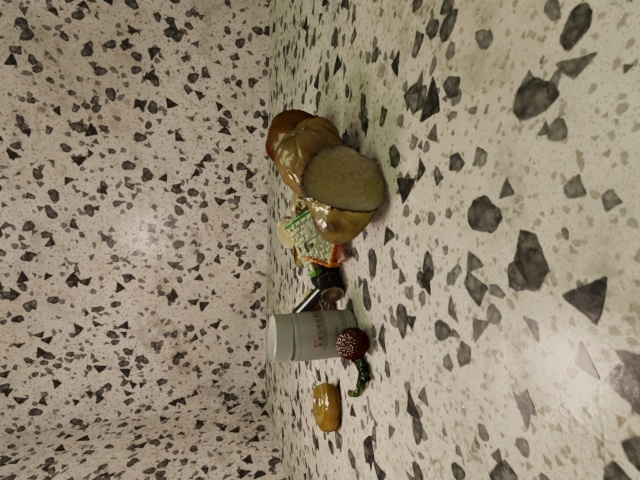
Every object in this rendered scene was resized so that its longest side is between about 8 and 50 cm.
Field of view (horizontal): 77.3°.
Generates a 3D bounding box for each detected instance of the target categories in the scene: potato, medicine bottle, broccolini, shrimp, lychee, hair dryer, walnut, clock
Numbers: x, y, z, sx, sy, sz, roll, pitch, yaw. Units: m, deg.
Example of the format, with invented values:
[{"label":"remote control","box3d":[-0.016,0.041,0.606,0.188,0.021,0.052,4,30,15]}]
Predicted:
[{"label":"potato","box3d":[-0.166,-0.061,2.364,0.117,0.182,0.202,-51,-48,-55]},{"label":"medicine bottle","box3d":[-0.036,0.375,1.580,0.190,0.333,0.189,179,90,-74]},{"label":"broccolini","box3d":[0.131,0.527,1.540,0.271,0.062,0.123,105,167,-51]},{"label":"shrimp","box3d":[0.034,0.322,1.801,0.075,0.074,0.190,166,105,-85]},{"label":"potato","box3d":[0.067,-0.135,1.381,0.288,0.301,0.237,-59,-14,-26]},{"label":"lychee","box3d":[0.119,0.370,1.451,0.129,0.124,0.123,-53,37,33]},{"label":"hair dryer","box3d":[-0.042,0.245,1.789,0.352,0.107,0.189,-47,37,29]},{"label":"walnut","box3d":[-0.035,-0.309,1.530,0.285,0.286,0.296,108,-173,-48]},{"label":"clock","box3d":[0.000,0.000,1.658,0.220,0.106,0.255,-31,76,24]}]

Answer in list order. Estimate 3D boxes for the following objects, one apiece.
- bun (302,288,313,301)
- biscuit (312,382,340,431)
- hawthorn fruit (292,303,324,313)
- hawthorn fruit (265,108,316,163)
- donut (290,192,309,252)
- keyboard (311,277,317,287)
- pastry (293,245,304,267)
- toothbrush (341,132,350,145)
[{"label":"bun","box3d":[-0.048,0.308,2.083,0.115,0.069,0.115,-56,21,36]},{"label":"biscuit","box3d":[0.021,0.770,1.847,0.274,0.091,0.213,117,149,-54]},{"label":"hawthorn fruit","box3d":[-0.064,0.392,2.018,0.285,0.166,0.165,117,149,-75]},{"label":"hawthorn fruit","box3d":[-0.102,-0.443,1.823,0.324,0.309,0.307,-109,21,-78]},{"label":"donut","box3d":[-0.051,-0.094,1.905,0.307,0.150,0.370,140,125,-73]},{"label":"keyboard","box3d":[-0.009,0.206,2.031,0.262,0.016,0.106,-142,53,-70]},{"label":"pastry","box3d":[-0.099,0.051,2.188,0.192,0.093,0.182,-106,21,-51]},{"label":"toothbrush","box3d":[0.073,-0.274,1.690,0.040,0.040,0.385,-108,21,-44]}]
